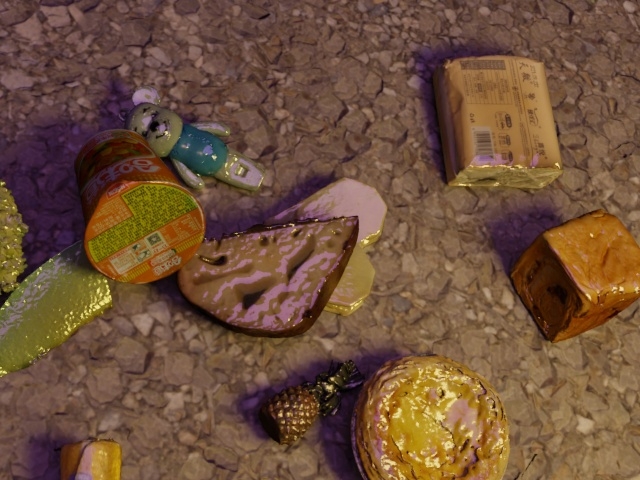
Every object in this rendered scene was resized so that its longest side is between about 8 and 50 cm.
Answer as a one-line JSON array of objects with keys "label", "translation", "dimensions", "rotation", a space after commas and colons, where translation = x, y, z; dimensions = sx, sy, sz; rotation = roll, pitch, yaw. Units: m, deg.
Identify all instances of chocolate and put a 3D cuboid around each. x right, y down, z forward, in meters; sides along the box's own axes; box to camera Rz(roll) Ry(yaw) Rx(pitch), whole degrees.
[{"label": "chocolate", "translation": [-0.284, 0.360, 1.161], "dimensions": [0.086, 0.085, 0.219], "rotation": [0, 70, -14]}]

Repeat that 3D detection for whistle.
[{"label": "whistle", "translation": [-0.193, -0.140, 1.402], "dimensions": [0.236, 0.077, 0.114], "rotation": [26, 83, -5]}]

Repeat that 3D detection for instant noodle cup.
[{"label": "instant noodle cup", "translation": [-0.262, -0.061, 1.282], "dimensions": [0.169, 0.168, 0.185], "rotation": [-14, 41, -19]}]

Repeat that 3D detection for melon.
[{"label": "melon", "translation": [-0.378, 0.109, 1.274], "dimensions": [0.114, 0.053, 0.261], "rotation": [46, 67, -12]}]

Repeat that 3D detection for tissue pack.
[{"label": "tissue pack", "translation": [0.288, -0.196, 1.535], "dimensions": [0.186, 0.090, 0.222], "rotation": [-1, 66, -12]}]

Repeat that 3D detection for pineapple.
[{"label": "pineapple", "translation": [-0.008, 0.217, 1.296], "dimensions": [0.159, 0.074, 0.074], "rotation": [-29, 76, -27]}]

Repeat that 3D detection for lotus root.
[{"label": "lotus root", "translation": [-0.070, 0.054, 1.315], "dimensions": [0.261, 0.074, 0.170], "rotation": [-4, 68, 0]}]

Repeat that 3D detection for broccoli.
[{"label": "broccoli", "translation": [-0.477, -0.001, 1.223], "dimensions": [0.198, 0.226, 0.176], "rotation": [-33, 115, 10]}]

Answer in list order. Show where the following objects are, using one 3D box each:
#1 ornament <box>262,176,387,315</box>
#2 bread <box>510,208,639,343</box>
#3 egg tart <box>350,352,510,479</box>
[{"label": "ornament", "translation": [0.000, 0.000, 1.399], "dimensions": [0.180, 0.059, 0.201], "rotation": [15, 66, -2]}, {"label": "bread", "translation": [0.394, 0.052, 1.423], "dimensions": [0.143, 0.149, 0.158], "rotation": [-16, 72, -23]}, {"label": "egg tart", "translation": [0.148, 0.271, 1.295], "dimensions": [0.234, 0.094, 0.234], "rotation": [6, 67, -14]}]
